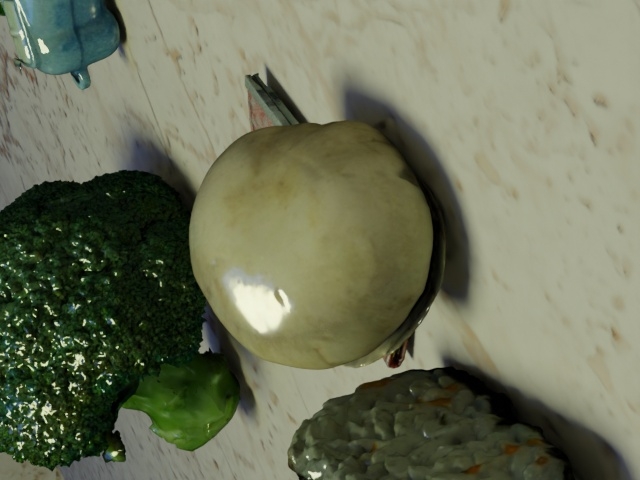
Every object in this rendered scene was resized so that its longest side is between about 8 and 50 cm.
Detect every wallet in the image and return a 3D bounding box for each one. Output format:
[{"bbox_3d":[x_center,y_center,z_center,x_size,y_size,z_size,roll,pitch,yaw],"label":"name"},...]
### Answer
[{"bbox_3d":[0.004,-0.014,1.124,0.196,0.020,0.103,54,159,33],"label":"wallet"}]

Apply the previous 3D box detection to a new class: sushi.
[{"bbox_3d":[0.070,0.155,0.967,0.225,0.136,0.126,-152,43,-74],"label":"sushi"}]

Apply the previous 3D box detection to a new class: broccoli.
[{"bbox_3d":[-0.183,0.080,1.488,0.297,0.297,0.297,39,177,-30],"label":"broccoli"}]

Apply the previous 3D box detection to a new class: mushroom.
[{"bbox_3d":[0.000,0.000,0.990,0.154,0.122,0.154,-2,86,35],"label":"mushroom"}]

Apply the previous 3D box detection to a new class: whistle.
[{"bbox_3d":[-0.232,-0.252,1.413,0.180,0.093,0.269,22,128,58],"label":"whistle"}]

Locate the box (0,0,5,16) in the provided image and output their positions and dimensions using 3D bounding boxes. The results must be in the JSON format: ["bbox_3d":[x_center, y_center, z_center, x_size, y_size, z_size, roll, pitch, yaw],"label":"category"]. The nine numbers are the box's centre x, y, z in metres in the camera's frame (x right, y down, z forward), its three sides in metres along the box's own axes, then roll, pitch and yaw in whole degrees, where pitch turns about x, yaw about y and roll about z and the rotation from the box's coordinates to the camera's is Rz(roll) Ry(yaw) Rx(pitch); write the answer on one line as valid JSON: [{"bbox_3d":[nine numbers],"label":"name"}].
[{"bbox_3d":[-0.298,-0.286,1.633,0.132,0.034,0.235,68,163,-10],"label":"box"}]
